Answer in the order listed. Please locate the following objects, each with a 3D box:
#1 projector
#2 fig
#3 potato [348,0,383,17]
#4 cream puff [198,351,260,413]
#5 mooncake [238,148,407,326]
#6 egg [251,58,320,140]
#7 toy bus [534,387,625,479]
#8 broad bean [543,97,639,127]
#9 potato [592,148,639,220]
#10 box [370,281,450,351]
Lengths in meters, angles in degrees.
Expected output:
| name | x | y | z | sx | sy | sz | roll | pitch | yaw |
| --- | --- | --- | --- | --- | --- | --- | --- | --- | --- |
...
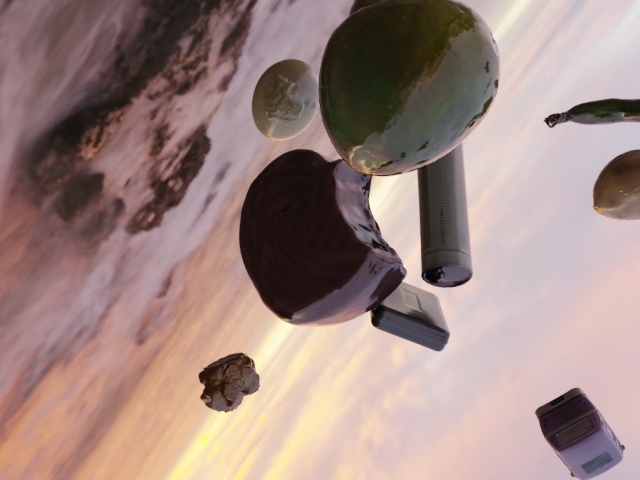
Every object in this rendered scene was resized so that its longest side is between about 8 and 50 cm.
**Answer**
| name | x | y | z | sx | sy | sz | roll | pitch | yaw |
| --- | --- | --- | --- | --- | --- | --- | --- | --- | --- |
| projector | 0.260 | -0.071 | 1.545 | 0.108 | 0.108 | 0.338 | 124 | -27 | -56 |
| fig | 0.084 | -0.152 | 0.741 | 0.191 | 0.181 | 0.181 | -63 | -177 | -22 |
| potato | 0.125 | -0.367 | 1.185 | 0.113 | 0.149 | 0.251 | 107 | 4 | -51 |
| cream puff | -0.165 | 0.261 | 1.327 | 0.116 | 0.094 | 0.122 | -23 | 179 | 16 |
| mooncake | 0.000 | 0.000 | 1.351 | 0.174 | 0.333 | 0.326 | 17 | 83 | -53 |
| egg | -0.083 | -0.329 | 1.711 | 0.202 | 0.164 | 0.164 | -60 | 177 | 31 |
| toy bus | 0.604 | 0.456 | 1.687 | 0.142 | 0.202 | 0.142 | -35 | -144 | 10 |
| broad bean | 0.511 | -0.195 | 1.136 | 0.144 | 0.291 | 0.050 | -22 | 112 | -41 |
| potato | 0.480 | -0.084 | 1.084 | 0.147 | 0.112 | 0.112 | -7 | -150 | 31 |
| box | 0.173 | 0.140 | 1.470 | 0.230 | 0.160 | 0.050 | -82 | -166 | -75 |
